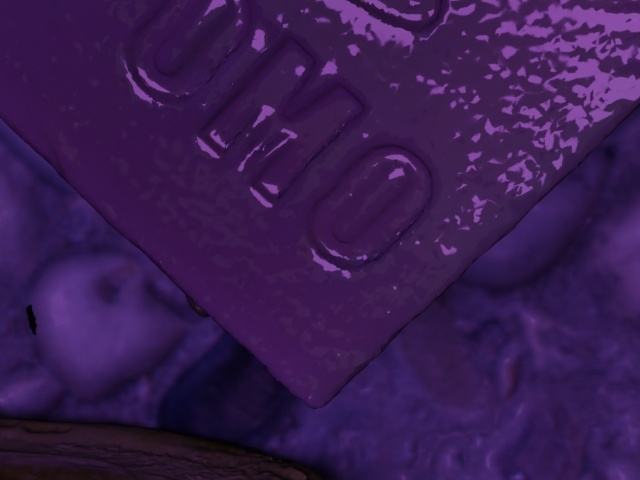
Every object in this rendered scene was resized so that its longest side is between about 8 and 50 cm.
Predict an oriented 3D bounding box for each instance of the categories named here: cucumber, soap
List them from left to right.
[{"bbox_3d":[-0.149,0.171,0.965,0.325,0.145,0.105,0,110,0],"label":"cucumber"},{"bbox_3d":[-0.005,-0.120,0.793,0.296,0.107,0.285,42,113,-2],"label":"soap"}]

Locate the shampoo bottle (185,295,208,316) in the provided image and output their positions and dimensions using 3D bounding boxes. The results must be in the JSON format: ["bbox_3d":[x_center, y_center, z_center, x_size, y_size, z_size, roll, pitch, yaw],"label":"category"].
[{"bbox_3d":[0.000,0.000,0.929,0.162,0.079,0.079,-24,93,16],"label":"shampoo bottle"}]
